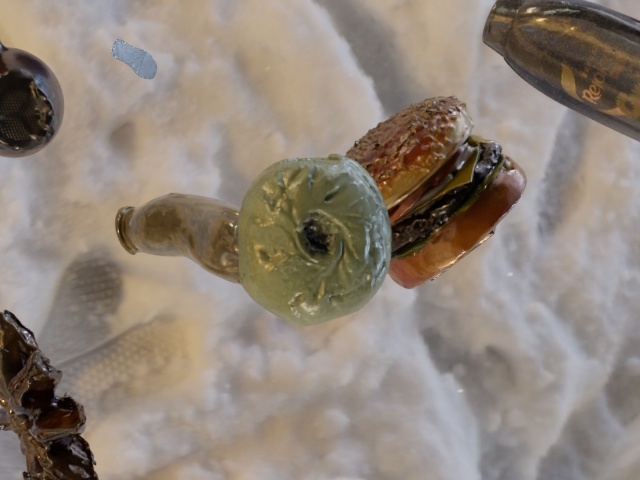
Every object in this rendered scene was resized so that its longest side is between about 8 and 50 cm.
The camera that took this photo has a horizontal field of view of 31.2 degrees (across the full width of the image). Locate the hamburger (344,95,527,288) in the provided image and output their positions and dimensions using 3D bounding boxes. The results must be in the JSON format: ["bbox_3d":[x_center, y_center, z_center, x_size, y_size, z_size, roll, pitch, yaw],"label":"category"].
[{"bbox_3d":[0.148,-0.081,1.732,0.225,0.291,0.291,48,62,-11],"label":"hamburger"}]

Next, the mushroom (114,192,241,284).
[{"bbox_3d":[-0.164,-0.007,1.626,0.097,0.351,0.109,-3,103,-49],"label":"mushroom"}]

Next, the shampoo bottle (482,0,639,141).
[{"bbox_3d":[0.234,-0.123,0.861,0.233,0.087,0.049,29,43,17],"label":"shampoo bottle"}]

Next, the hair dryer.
[{"bbox_3d":[-0.415,-0.269,1.314,0.123,0.312,0.340,-27,121,-15],"label":"hair dryer"}]

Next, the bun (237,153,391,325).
[{"bbox_3d":[0.000,0.003,1.424,0.221,0.108,0.221,-5,101,-29],"label":"bun"}]

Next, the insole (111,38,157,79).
[{"bbox_3d":[-0.318,-0.310,1.960,0.135,0.002,0.045,25,84,-63],"label":"insole"}]

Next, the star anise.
[{"bbox_3d":[-0.348,0.216,1.413,0.088,0.288,0.288,-20,91,-32],"label":"star anise"}]
